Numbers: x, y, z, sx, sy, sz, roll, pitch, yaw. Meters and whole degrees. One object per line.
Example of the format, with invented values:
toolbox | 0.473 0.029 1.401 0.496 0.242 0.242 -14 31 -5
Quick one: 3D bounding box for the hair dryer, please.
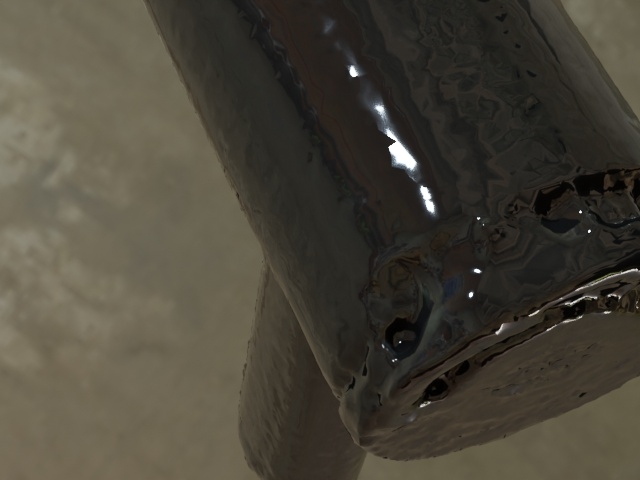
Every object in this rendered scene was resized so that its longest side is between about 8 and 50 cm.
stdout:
hair dryer | 0.000 0.000 0.526 0.089 0.251 0.197 -18 60 -19
